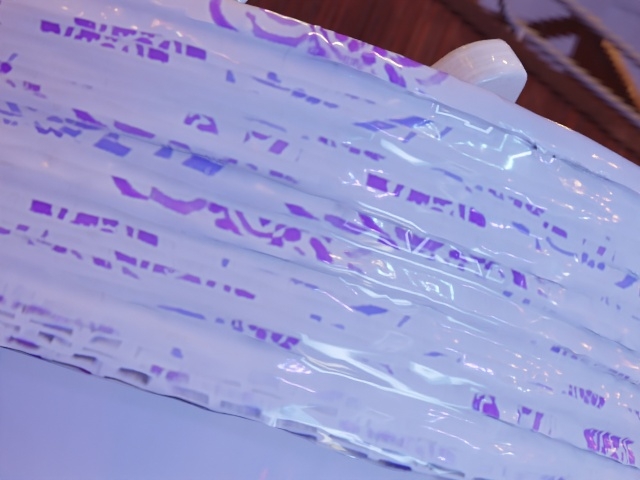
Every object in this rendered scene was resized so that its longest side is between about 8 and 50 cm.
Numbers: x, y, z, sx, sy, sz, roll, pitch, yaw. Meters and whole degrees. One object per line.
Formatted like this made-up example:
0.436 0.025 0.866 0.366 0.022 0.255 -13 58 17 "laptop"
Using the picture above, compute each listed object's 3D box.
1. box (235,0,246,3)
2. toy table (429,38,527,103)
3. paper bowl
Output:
-0.149 -0.294 1.175 0.275 0.113 0.094 45 -35 -17 "box"
0.000 0.000 0.823 0.161 0.274 0.252 -11 -22 -26 "toy table"
-0.038 0.029 0.462 0.284 0.148 0.284 16 -5 1 "paper bowl"
